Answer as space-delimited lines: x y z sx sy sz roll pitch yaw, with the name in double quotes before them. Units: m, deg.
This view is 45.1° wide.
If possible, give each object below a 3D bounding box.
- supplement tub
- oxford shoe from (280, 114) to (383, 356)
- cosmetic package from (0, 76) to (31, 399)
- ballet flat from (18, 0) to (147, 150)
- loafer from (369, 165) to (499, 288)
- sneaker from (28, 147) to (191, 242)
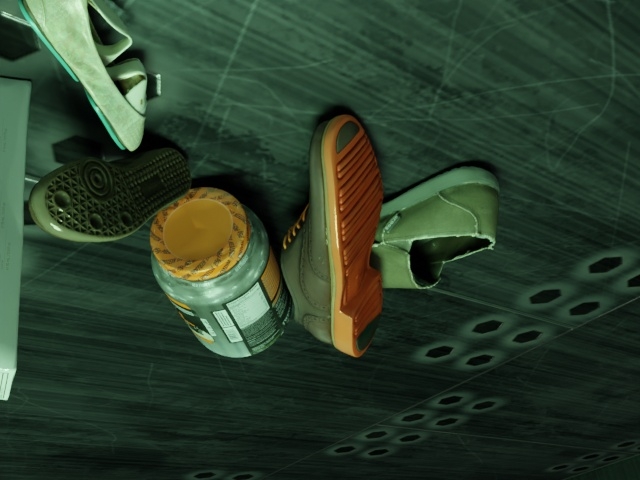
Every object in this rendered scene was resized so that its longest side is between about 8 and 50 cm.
"supplement tub" -0.099 0.034 0.781 0.117 0.117 0.190 -11 149 3
"oxford shoe" 0.000 0.000 0.747 0.098 0.097 0.271 17 130 24
"cosmetic package" -0.259 -0.011 0.535 0.099 0.239 0.060 7 147 -25
"ballet flat" -0.154 -0.124 0.559 0.052 0.057 0.168 -24 150 0
"loafer" 0.079 0.011 0.820 0.251 0.087 0.094 -30 144 31
"sneaker" -0.177 -0.031 0.625 0.071 0.066 0.188 -18 -175 25
